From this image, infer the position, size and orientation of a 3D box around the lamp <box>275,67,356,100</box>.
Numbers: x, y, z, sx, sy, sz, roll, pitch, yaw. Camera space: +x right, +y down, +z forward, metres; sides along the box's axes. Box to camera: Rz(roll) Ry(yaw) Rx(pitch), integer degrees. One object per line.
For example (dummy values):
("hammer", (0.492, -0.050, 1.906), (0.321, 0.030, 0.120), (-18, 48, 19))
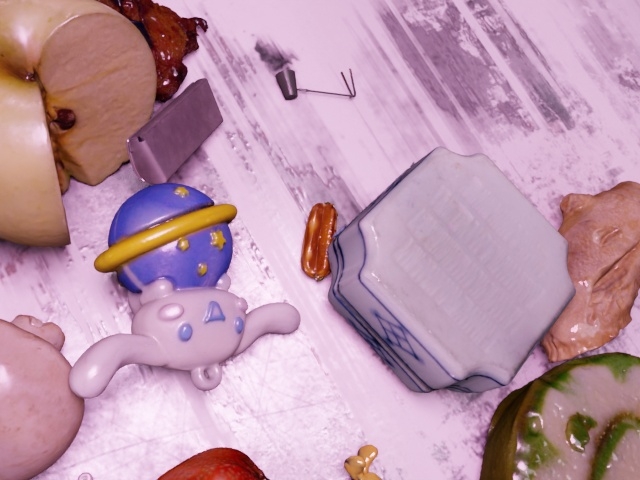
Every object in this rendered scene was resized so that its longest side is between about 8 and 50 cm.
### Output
("lamp", (-0.007, -0.242, 0.992), (0.121, 0.041, 0.054), (-12, 82, -16))

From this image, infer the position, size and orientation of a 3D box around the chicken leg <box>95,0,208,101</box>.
("chicken leg", (-0.270, -0.356, 0.944), (0.177, 0.083, 0.322), (-21, 79, -30))

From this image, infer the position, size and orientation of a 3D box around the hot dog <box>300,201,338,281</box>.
("hot dog", (0.000, 0.000, 0.902), (0.049, 0.037, 0.122), (10, 69, 3))

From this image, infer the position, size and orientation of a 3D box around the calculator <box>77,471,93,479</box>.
("calculator", (-0.277, 0.349, 0.697), (0.100, 0.032, 0.175), (10, 68, -12))

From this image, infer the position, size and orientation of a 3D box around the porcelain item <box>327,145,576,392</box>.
("porcelain item", (0.170, 0.042, 0.857), (0.286, 0.157, 0.281), (46, 64, -1))

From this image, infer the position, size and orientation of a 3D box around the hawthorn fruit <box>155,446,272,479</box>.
("hawthorn fruit", (-0.134, 0.321, 0.693), (0.194, 0.157, 0.157), (-23, 77, 2))

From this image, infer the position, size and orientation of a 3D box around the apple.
("apple", (-0.349, -0.146, 0.740), (0.233, 0.258, 0.295), (21, 63, -5))

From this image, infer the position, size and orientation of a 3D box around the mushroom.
("mushroom", (-0.350, 0.156, 0.681), (0.204, 0.204, 0.204), (5, 69, -13))

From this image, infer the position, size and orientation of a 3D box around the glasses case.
("glasses case", (-0.192, -0.150, 0.848), (0.042, 0.072, 0.191), (0, 35, 20))

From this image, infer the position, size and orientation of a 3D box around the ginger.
("ginger", (0.422, 0.041, 0.949), (0.190, 0.126, 0.354), (35, 64, -6))

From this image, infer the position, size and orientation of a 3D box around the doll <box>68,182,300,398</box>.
("doll", (-0.196, 0.063, 0.754), (0.311, 0.159, 0.243), (-31, 107, -51))

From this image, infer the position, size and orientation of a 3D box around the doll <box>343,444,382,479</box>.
("doll", (0.086, 0.344, 0.773), (0.089, 0.102, 0.179), (-25, 79, 22))

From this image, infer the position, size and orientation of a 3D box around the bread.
("bread", (0.395, 0.340, 0.801), (0.382, 0.129, 0.366), (31, 59, 4))
